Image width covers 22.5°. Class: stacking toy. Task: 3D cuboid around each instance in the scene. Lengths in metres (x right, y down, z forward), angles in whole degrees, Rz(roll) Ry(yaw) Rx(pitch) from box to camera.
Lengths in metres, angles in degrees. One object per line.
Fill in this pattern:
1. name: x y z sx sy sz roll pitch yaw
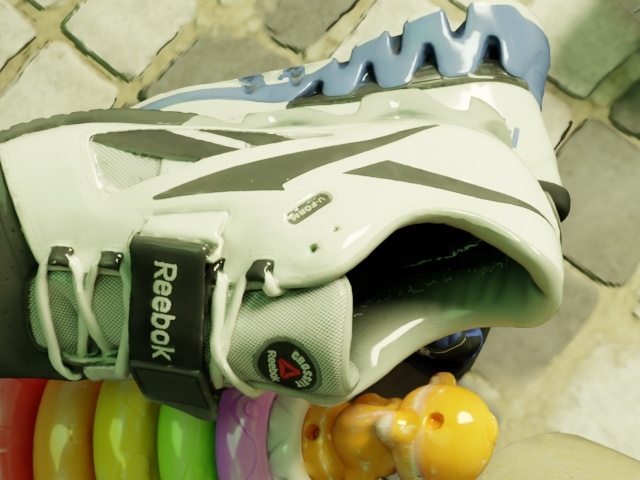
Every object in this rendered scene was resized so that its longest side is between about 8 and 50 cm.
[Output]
1. stacking toy: -0.047 0.102 0.814 0.302 0.166 0.175 -7 57 29

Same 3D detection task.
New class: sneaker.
1. sneaker: -0.047 0.015 0.722 0.331 0.122 0.146 -12 34 -9
2. sneaker: 0.001 0.000 0.895 0.315 0.127 0.182 -21 63 7

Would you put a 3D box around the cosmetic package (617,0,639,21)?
1. cosmetic package: 0.270 -0.210 0.909 0.099 0.060 0.239 42 86 -3

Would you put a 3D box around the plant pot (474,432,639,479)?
1. plant pot: 0.156 0.219 0.714 0.256 0.256 0.274 -41 47 -1
